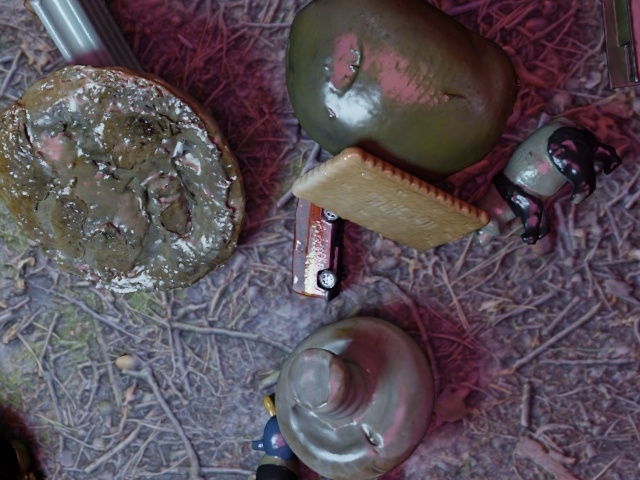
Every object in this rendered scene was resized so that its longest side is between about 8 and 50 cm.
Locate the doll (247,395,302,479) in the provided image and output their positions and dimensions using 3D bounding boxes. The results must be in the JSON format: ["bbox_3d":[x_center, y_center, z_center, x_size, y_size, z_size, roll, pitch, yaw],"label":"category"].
[{"bbox_3d":[-0.065,0.336,1.378,0.102,0.089,0.179,8,74,6],"label":"doll"}]

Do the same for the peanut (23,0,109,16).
[{"bbox_3d":[-0.372,-0.377,1.333,0.152,0.076,0.076,-16,95,4],"label":"peanut"}]

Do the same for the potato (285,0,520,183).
[{"bbox_3d":[0.098,-0.210,1.215,0.326,0.221,0.243,31,103,-3],"label":"potato"}]

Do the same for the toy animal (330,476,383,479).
[{"bbox_3d":[0.037,0.412,1.355,0.251,0.125,0.127,-44,69,-2],"label":"toy animal"}]

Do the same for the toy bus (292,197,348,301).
[{"bbox_3d":[0.000,0.000,1.329,0.077,0.079,0.174,5,97,17],"label":"toy bus"}]

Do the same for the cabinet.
[{"bbox_3d":[0.499,-0.292,1.174,0.215,0.175,0.148,-8,96,9],"label":"cabinet"}]

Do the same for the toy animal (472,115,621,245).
[{"bbox_3d":[0.308,-0.075,1.269,0.121,0.094,0.225,47,110,10],"label":"toy animal"}]

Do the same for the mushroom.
[{"bbox_3d":[0.036,0.222,1.266,0.243,0.243,0.244,1,97,8],"label":"mushroom"}]

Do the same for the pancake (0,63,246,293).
[{"bbox_3d":[-0.293,-0.082,1.298,0.386,0.082,0.387,1,123,2],"label":"pancake"}]

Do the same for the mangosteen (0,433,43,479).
[{"bbox_3d":[-0.564,0.373,1.395,0.216,0.216,0.216,1,97,8],"label":"mangosteen"}]

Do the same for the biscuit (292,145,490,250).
[{"bbox_3d":[0.098,-0.054,1.232,0.249,0.160,0.030,23,62,-26],"label":"biscuit"}]

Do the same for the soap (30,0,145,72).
[{"bbox_3d":[-0.327,-0.283,1.280,0.066,0.119,0.198,-23,118,9],"label":"soap"}]
